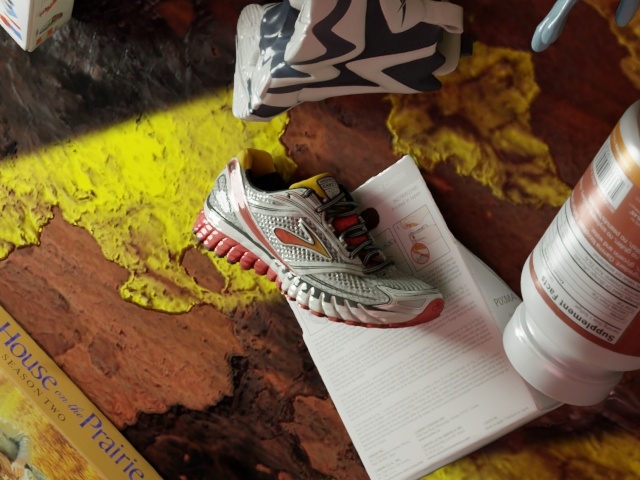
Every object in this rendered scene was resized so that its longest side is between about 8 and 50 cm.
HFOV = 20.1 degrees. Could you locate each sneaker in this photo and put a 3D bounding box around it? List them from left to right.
[{"bbox_3d":[0.000,0.000,1.401,0.225,0.088,0.093,29,106,26],"label":"sneaker"},{"bbox_3d":[0.028,-0.139,1.329,0.153,0.094,0.235,6,161,-17],"label":"sneaker"}]

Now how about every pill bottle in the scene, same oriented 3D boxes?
[{"bbox_3d":[0.218,0.013,1.280,0.121,0.121,0.216,36,126,9],"label":"pill bottle"}]

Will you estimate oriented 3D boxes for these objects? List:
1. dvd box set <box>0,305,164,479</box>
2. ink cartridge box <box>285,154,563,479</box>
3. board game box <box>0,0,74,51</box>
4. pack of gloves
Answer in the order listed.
[{"bbox_3d":[-0.352,0.192,1.720,0.420,0.062,0.307,47,126,0],"label":"dvd box set"},{"bbox_3d":[0.073,0.067,1.445,0.181,0.056,0.225,-33,77,36],"label":"ink cartridge box"},{"bbox_3d":[-0.259,-0.263,1.339,0.193,0.053,0.305,48,166,0],"label":"board game box"},{"bbox_3d":[0.225,-0.211,1.121,0.046,0.195,0.232,40,126,-1],"label":"pack of gloves"}]
